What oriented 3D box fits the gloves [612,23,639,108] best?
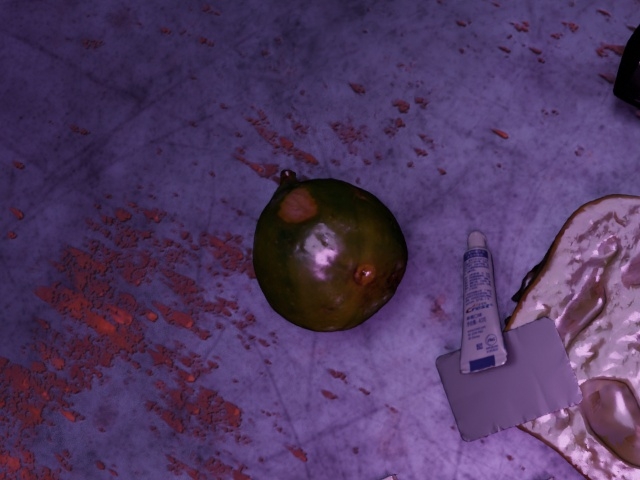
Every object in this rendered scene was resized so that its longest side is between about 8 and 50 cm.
[{"bbox_3d":[0.492,-0.217,1.426,0.203,0.124,0.164,17,106,-6],"label":"gloves"}]

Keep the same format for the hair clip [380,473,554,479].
[{"bbox_3d":[0.179,0.330,1.431,0.226,0.034,0.072,-1,80,13],"label":"hair clip"}]

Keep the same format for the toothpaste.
[{"bbox_3d":[0.198,0.073,1.427,0.062,0.037,0.216,-21,43,24],"label":"toothpaste"}]

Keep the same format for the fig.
[{"bbox_3d":[0.000,0.000,1.477,0.195,0.195,0.245,-37,39,3],"label":"fig"}]

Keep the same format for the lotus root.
[{"bbox_3d":[0.388,0.138,1.389,0.375,0.111,0.390,-18,78,13],"label":"lotus root"}]

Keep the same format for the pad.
[{"bbox_3d":[0.227,0.169,1.385,0.157,0.003,0.112,-22,77,16],"label":"pad"}]
